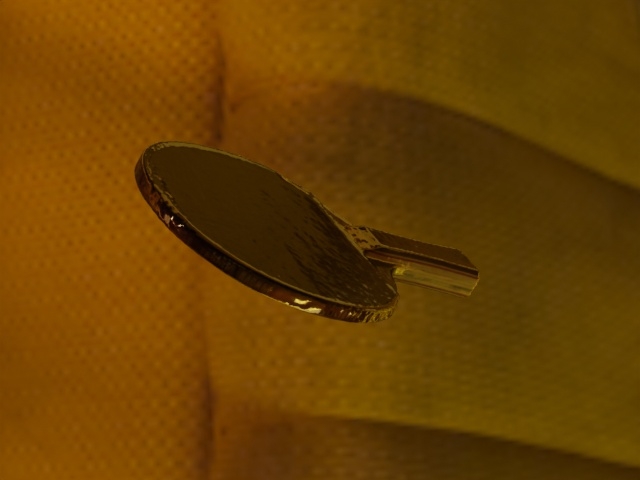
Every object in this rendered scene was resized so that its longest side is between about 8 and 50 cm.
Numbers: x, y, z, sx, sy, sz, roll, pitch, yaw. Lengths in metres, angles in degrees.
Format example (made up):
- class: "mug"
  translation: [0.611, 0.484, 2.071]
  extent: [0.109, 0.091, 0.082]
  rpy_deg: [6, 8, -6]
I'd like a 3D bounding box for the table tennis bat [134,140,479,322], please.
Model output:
- class: "table tennis bat"
  translation: [0.000, 0.000, 0.703]
  extent: [0.158, 0.095, 0.014]
  rpy_deg: [14, 116, -45]
